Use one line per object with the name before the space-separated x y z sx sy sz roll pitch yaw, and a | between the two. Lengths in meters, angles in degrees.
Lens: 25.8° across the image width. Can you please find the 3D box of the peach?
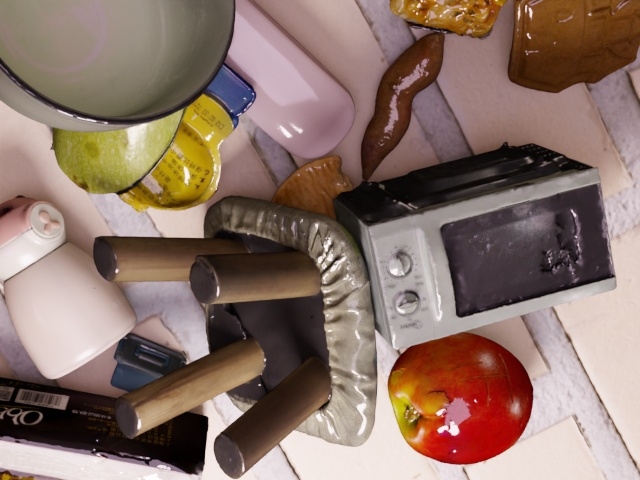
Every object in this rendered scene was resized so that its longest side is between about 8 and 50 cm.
peach | 0.197 0.211 1.882 0.197 0.197 0.197 0 105 -1

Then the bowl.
bowl | -0.295 -0.279 1.651 0.353 0.185 0.354 10 72 -32

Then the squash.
squash | -0.289 -0.149 1.774 0.192 0.085 0.184 38 106 21

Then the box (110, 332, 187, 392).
box | -0.239 0.178 1.915 0.099 0.074 0.054 23 117 -7

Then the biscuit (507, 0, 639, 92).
biscuit | 0.345 -0.271 1.784 0.215 0.034 0.182 -11 134 -11

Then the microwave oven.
microwave oven | 0.186 -0.007 1.768 0.295 0.237 0.181 -15 105 -9

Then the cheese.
cheese | -0.178 -0.129 1.812 0.156 0.064 0.250 42 119 -10

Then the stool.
stool | -0.108 0.121 1.749 0.226 0.310 0.310 -17 107 -37

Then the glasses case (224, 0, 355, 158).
glasses case | -0.082 -0.227 1.803 0.297 0.075 0.113 42 103 -12

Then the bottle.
bottle | -0.360 0.049 1.842 0.147 0.147 0.237 -31 96 7

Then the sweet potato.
sweet potato | 0.098 -0.179 1.833 0.065 0.051 0.218 26 103 -12

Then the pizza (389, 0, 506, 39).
pizza | 0.226 -0.358 1.762 0.305 0.085 0.161 -32 95 3

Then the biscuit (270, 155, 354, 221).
biscuit | 0.000 -0.001 1.879 0.144 0.033 0.224 -17 113 12

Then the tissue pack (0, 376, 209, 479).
tissue pack | -0.347 0.309 1.876 0.369 0.210 0.198 12 109 -4
